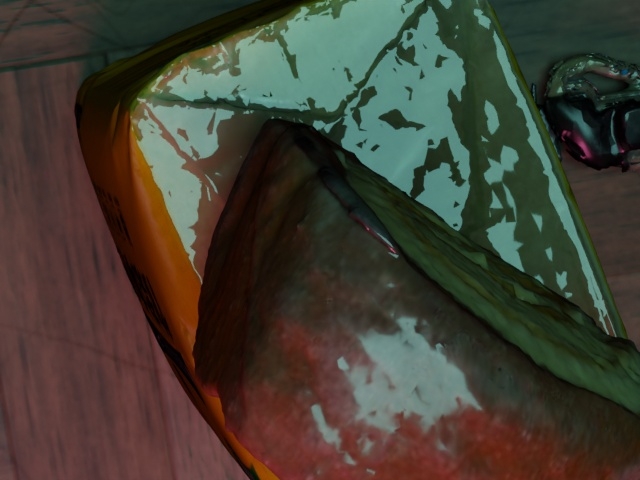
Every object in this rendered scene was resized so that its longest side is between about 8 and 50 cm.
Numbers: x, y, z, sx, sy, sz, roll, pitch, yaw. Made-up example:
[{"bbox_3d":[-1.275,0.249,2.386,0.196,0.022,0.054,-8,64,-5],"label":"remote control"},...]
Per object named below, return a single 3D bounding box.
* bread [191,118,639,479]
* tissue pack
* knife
[{"bbox_3d":[0.055,0.065,0.789,0.244,0.190,0.123,32,103,-16],"label":"bread"},{"bbox_3d":[0.000,0.000,1.052,0.228,0.382,0.293,-24,100,-10],"label":"tissue pack"},{"bbox_3d":[0.337,-0.110,1.284,0.365,0.043,0.089,-7,99,-12],"label":"knife"}]
